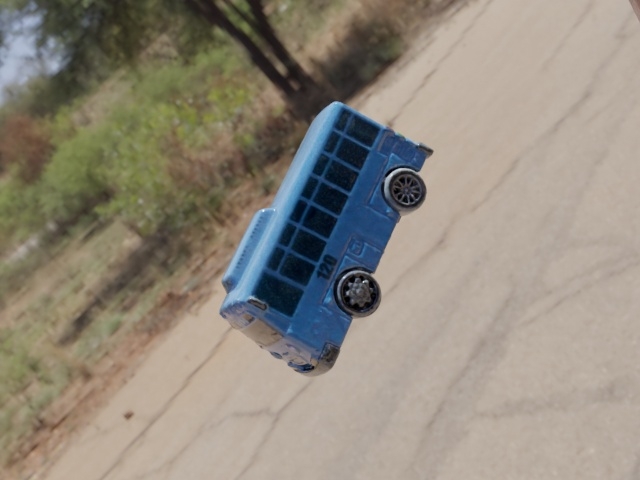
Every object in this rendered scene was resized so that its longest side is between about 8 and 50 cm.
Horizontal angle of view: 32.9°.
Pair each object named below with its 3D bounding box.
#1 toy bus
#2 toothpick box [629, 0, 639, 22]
[{"bbox_3d":[0.000,0.000,1.025,0.234,0.133,0.116,-64,10,-17],"label":"toy bus"},{"bbox_3d":[0.210,-0.169,0.450,0.204,0.204,0.333,-37,24,24],"label":"toothpick box"}]
